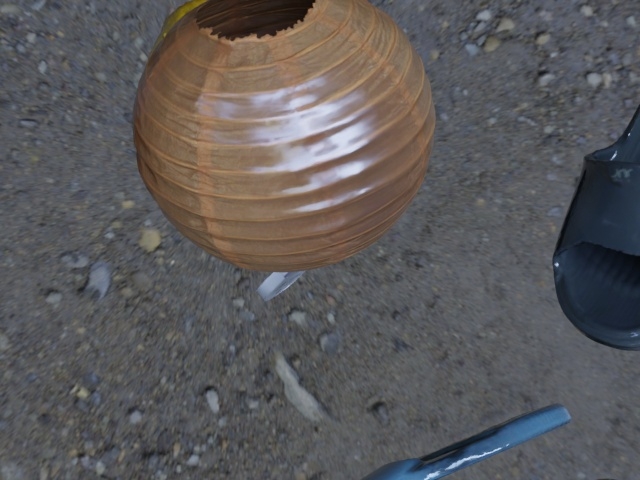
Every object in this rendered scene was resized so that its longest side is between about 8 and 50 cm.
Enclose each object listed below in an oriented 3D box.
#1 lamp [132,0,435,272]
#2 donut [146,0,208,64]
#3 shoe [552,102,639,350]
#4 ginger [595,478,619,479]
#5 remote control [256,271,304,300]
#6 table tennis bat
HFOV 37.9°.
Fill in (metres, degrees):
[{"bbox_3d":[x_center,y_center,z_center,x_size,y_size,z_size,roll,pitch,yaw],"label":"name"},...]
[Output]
[{"bbox_3d":[-0.016,-0.051,0.422,0.136,0.136,0.137,0,94,-5],"label":"lamp"},{"bbox_3d":[-0.134,-0.216,1.370,0.277,0.277,0.109,31,51,-6],"label":"donut"},{"bbox_3d":[0.233,-0.044,0.672,0.093,0.108,0.241,43,70,-42],"label":"shoe"},{"bbox_3d":[0.504,0.427,1.498,0.115,0.205,0.081,16,75,-45],"label":"ginger"},{"bbox_3d":[0.000,0.000,1.206,0.022,0.077,0.245,51,121,8],"label":"remote control"},{"bbox_3d":[0.106,0.202,0.825,0.215,0.329,0.044,-30,75,28],"label":"table tennis bat"}]
